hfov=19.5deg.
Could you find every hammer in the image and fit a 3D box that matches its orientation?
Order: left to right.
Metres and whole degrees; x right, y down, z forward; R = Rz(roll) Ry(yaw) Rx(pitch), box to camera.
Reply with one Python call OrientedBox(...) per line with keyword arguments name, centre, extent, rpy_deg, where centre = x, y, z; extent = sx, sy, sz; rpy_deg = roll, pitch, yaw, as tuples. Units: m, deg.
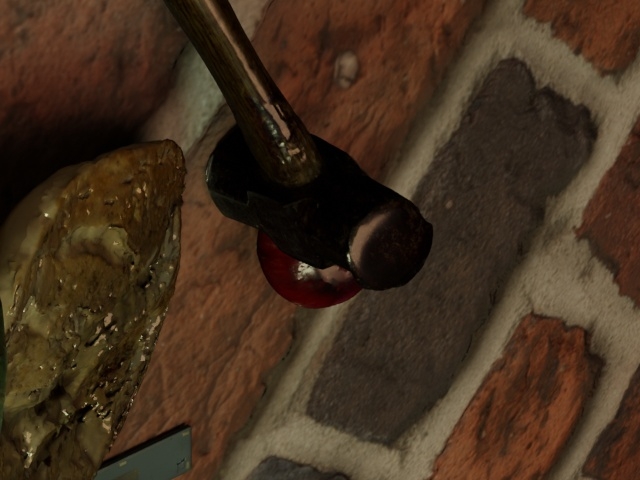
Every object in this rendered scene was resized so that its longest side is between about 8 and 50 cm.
OrientedBox(name="hammer", centre=(-0.064, -0.144, 1.588), extent=(0.095, 0.242, 0.408), rpy_deg=(-40, 126, -17))

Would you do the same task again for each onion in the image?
OrientedBox(name="onion", centre=(0.000, 0.000, 1.810), extent=(0.131, 0.131, 0.131), rpy_deg=(-28, 134, -33))

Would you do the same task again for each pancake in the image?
OrientedBox(name="pancake", centre=(-0.215, 0.087, 1.583), extent=(0.387, 0.082, 0.386), rpy_deg=(21, 90, -77))

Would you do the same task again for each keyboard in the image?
OrientedBox(name="keyboard", centre=(-0.198, 0.238, 1.844), extent=(0.176, 0.014, 0.055), rpy_deg=(-23, 131, -37))

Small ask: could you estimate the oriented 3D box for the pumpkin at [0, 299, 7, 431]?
OrientedBox(name="pumpkin", centre=(-0.364, 0.125, 1.362), extent=(0.197, 0.293, 0.263), rpy_deg=(9, 104, -24))
